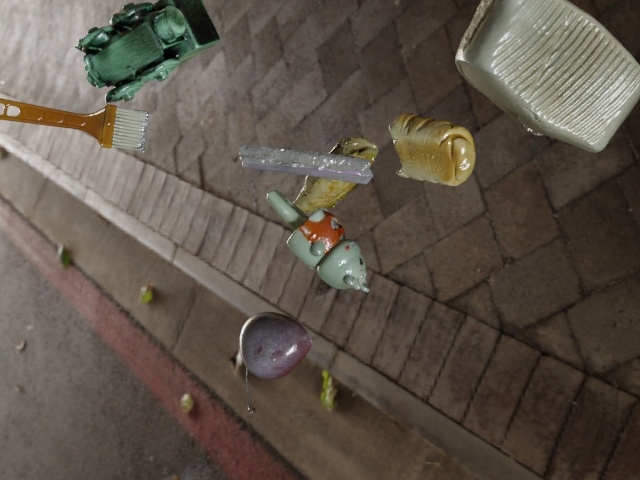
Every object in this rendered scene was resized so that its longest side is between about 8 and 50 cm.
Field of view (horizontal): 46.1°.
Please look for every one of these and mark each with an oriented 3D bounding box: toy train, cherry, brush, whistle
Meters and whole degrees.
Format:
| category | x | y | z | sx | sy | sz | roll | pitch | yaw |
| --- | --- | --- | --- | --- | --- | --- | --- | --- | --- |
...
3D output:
| category | x | y | z | sx | sy | sz | roll | pitch | yaw |
| --- | --- | --- | --- | --- | --- | --- | --- | --- | --- |
| toy train | -0.368 | -0.412 | 1.604 | 0.299 | 0.238 | 0.167 | -16 | 105 | 37 |
| cherry | -0.082 | 0.226 | 1.409 | 0.148 | 0.115 | 0.188 | -8 | 80 | 5 |
| brush | -0.505 | -0.240 | 1.498 | 0.017 | 0.314 | 0.090 | 167 | 110 | -75 |
| whistle | -0.001 | 0.001 | 1.365 | 0.106 | 0.253 | 0.102 | -44 | -7 | -16 |

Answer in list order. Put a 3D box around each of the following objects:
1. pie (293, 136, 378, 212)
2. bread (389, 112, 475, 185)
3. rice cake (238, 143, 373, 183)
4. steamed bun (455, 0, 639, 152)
| category | x | y | z | sx | sy | sz | roll | pitch | yaw |
| --- | --- | --- | --- | --- | --- | --- | --- | --- | --- |
| pie | 0.027 | -0.133 | 1.682 | 0.282 | 0.128 | 0.068 | -47 | 57 | 53 |
| bread | 0.196 | -0.160 | 1.331 | 0.177 | 0.084 | 0.119 | 19 | 130 | 36 |
| rice cake | -0.029 | -0.151 | 1.483 | 0.055 | 0.269 | 0.049 | 130 | 146 | -77 |
| steamed bun | 0.464 | -0.365 | 1.578 | 0.247 | 0.383 | 0.236 | -59 | 14 | 7 |
